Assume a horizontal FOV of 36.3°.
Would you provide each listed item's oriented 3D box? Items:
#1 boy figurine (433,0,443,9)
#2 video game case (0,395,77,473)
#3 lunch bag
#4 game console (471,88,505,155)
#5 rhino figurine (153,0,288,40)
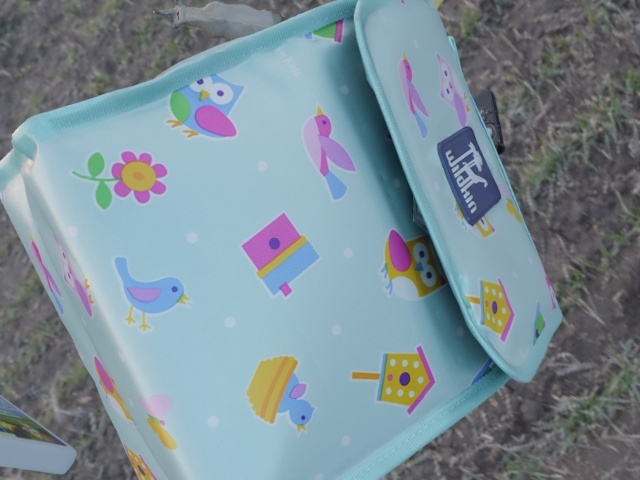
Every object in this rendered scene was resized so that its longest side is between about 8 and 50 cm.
[{"bbox_3d":[0.148,-0.507,1.598,0.092,0.177,0.285,170,96,-74],"label":"boy figurine"},{"bbox_3d":[-0.449,0.143,1.016,0.300,0.329,0.036,28,83,24],"label":"video game case"},{"bbox_3d":[0.000,0.000,0.512,0.223,0.262,0.160,66,155,-4],"label":"lunch bag"},{"bbox_3d":[0.131,-0.107,1.136,0.144,0.085,0.124,-25,62,38],"label":"game console"},{"bbox_3d":[-0.175,-0.392,1.736,0.106,0.243,0.073,-110,29,-75],"label":"rhino figurine"}]
